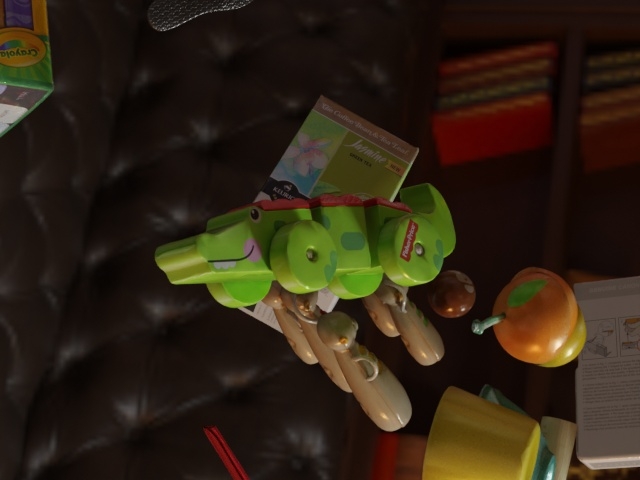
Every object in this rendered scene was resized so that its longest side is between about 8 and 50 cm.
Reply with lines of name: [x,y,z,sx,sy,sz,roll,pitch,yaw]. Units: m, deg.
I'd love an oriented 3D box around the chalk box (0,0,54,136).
chalk box: [-0.378,-0.195,1.373,0.179,0.180,0.289,7,68,-37]

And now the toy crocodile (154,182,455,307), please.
toy crocodile: [0.000,0.000,1.322,0.341,0.115,0.105,-3,82,-40]

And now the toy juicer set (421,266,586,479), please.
toy juicer set: [0.128,0.143,1.031,0.329,0.089,0.209,76,30,-55]

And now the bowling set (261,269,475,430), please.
bowling set: [0.056,0.062,1.579,0.200,0.287,0.154,-39,117,-13]

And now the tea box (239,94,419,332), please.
tea box: [-0.011,-0.032,2.676,0.323,0.220,0.329,-61,178,-27]

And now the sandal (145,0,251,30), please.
sandal: [-0.169,-0.353,2.046,0.040,0.179,0.067,-135,-154,-62]

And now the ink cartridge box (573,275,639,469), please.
ink cartridge box: [0.502,0.175,1.977,0.066,0.296,0.261,39,49,-56]

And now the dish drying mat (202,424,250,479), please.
dish drying mat: [-0.077,0.198,1.253,0.083,0.008,0.032,58,-21,-7]
